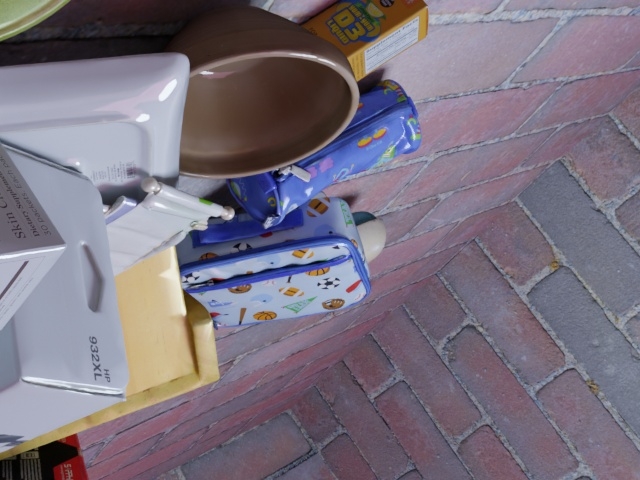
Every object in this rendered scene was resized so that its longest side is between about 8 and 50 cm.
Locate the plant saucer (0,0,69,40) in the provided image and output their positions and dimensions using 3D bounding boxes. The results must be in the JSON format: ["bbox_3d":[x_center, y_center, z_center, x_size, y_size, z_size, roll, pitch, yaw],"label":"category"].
[{"bbox_3d":[-0.199,-0.185,0.524,0.241,0.037,0.241,-33,165,-10],"label":"plant saucer"}]

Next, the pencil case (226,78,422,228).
[{"bbox_3d":[0.011,-0.130,1.325,0.306,0.119,0.133,-29,-174,-27],"label":"pencil case"}]

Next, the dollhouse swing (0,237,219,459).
[{"bbox_3d":[-0.350,0.082,1.203,0.347,0.304,0.315,-18,-162,-20],"label":"dollhouse swing"}]

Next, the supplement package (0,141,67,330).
[{"bbox_3d":[-0.334,-0.028,0.613,0.204,0.262,0.145,-45,163,29],"label":"supplement package"}]

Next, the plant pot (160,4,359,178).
[{"bbox_3d":[-0.085,-0.168,0.960,0.238,0.109,0.237,-12,158,-5],"label":"plant pot"}]

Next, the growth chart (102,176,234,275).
[{"bbox_3d":[-0.229,0.001,0.973,0.237,0.021,0.172,-26,157,17],"label":"growth chart"}]

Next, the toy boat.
[{"bbox_3d":[0.000,0.000,1.703,0.268,0.148,0.318,-28,171,-9],"label":"toy boat"}]

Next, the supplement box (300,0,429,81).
[{"bbox_3d":[0.018,-0.233,1.118,0.233,0.078,0.080,-34,162,-9],"label":"supplement box"}]

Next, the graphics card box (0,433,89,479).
[{"bbox_3d":[-0.491,0.320,1.161,0.371,0.094,0.233,2,-170,-21],"label":"graphics card box"}]

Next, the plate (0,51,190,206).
[{"bbox_3d":[-0.266,-0.071,0.877,0.278,0.045,0.277,-9,156,-16],"label":"plate"}]

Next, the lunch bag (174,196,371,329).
[{"bbox_3d":[-0.083,0.038,1.421,0.304,0.114,0.243,-12,152,7],"label":"lunch bag"}]

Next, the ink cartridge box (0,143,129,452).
[{"bbox_3d":[-0.344,0.082,0.835,0.308,0.223,0.129,-25,155,23],"label":"ink cartridge box"}]
